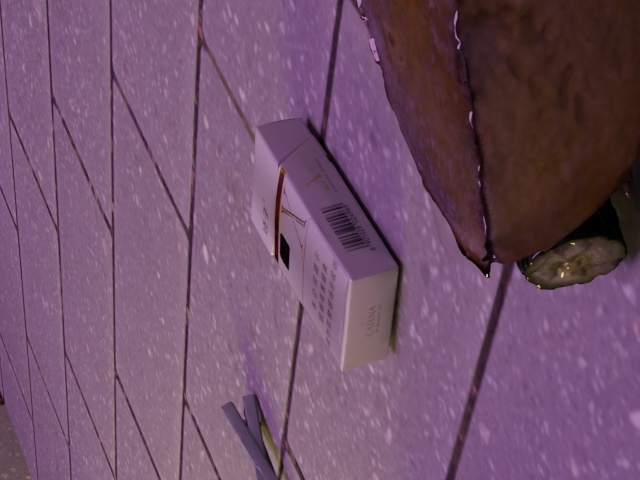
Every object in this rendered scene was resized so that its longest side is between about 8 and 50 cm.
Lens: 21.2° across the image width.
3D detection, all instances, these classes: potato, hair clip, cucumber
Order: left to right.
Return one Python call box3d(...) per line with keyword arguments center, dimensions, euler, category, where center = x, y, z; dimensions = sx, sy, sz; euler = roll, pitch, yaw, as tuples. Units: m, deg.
box3d(center=(-0.049, 0.188, 1.430), dimensions=(0.039, 0.030, 0.115), euler=(68, 180, -64), category="hair clip")
box3d(center=(0.068, -0.124, 0.712), dimensions=(0.138, 0.098, 0.243), euler=(-133, 29, -58), category="potato")
box3d(center=(0.081, -0.063, 0.785), dimensions=(0.058, 0.058, 0.187), euler=(104, 145, -56), category="cucumber")

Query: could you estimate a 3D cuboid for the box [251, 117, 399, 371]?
box3d(center=(0.000, 0.000, 1.105), dimensions=(0.084, 0.040, 0.154), euler=(92, 154, -44), category="box")
